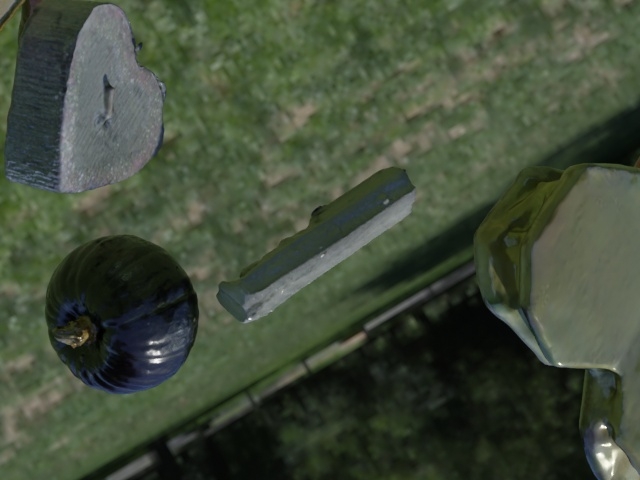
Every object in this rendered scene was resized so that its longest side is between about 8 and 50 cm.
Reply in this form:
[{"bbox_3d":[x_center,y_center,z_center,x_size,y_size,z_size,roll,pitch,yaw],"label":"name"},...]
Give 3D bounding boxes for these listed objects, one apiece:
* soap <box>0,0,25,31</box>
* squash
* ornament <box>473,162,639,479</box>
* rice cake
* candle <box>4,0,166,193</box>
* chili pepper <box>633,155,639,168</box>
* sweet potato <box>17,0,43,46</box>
[{"bbox_3d":[-0.316,-0.214,1.071,0.199,0.091,0.315,14,156,-24],"label":"soap"},{"bbox_3d":[-0.227,0.086,1.688,0.193,0.193,0.156,-34,-174,25],"label":"squash"},{"bbox_3d":[0.178,0.025,0.827,0.059,0.201,0.180,1,-136,49],"label":"ornament"},{"bbox_3d":[0.000,0.000,1.551,0.256,0.052,0.057,-34,-142,-28],"label":"rice cake"},{"bbox_3d":[-0.213,-0.113,1.319,0.168,0.068,0.192,-63,152,-28],"label":"candle"},{"bbox_3d":[0.296,-0.033,1.240,0.192,0.084,0.086,-63,-170,1],"label":"chili pepper"},{"bbox_3d":[-0.345,-0.272,1.825,0.051,0.065,0.218,-3,136,-16],"label":"sweet potato"}]
